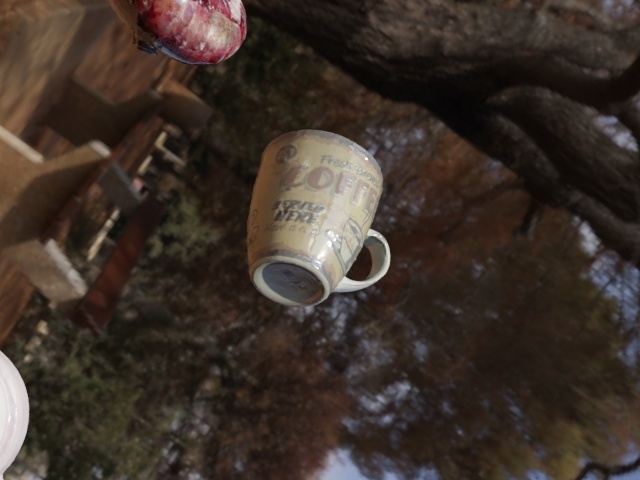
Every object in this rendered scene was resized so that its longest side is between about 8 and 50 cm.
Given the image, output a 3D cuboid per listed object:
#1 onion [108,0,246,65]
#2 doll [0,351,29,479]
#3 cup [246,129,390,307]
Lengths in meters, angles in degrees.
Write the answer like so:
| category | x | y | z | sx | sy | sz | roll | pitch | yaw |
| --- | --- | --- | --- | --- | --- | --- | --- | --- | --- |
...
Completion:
| category | x | y | z | sx | sy | sz | roll | pitch | yaw |
| --- | --- | --- | --- | --- | --- | --- | --- | --- | --- |
| onion | -0.172 | -0.268 | 1.182 | 0.151 | 0.206 | 0.098 | -46 | -125 | 27 |
| doll | -0.324 | 0.077 | 0.575 | 0.160 | 0.365 | 0.094 | -56 | -175 | -12 |
| cup | 0.000 | 0.000 | 1.669 | 0.227 | 0.301 | 0.257 | -22 | -140 | 42 |
